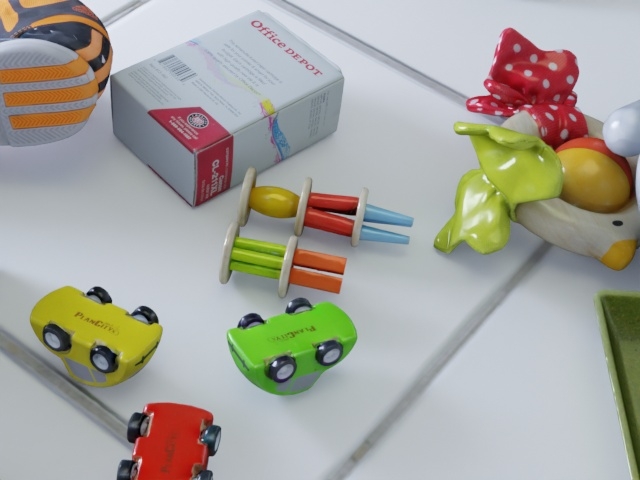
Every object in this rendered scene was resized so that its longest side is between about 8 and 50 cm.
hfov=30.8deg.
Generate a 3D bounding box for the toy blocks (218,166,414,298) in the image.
[{"bbox_3d":[0.000,0.000,0.970,0.148,0.054,0.123,11,46,2],"label":"toy blocks"}]

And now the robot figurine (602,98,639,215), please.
[{"bbox_3d":[0.386,-0.062,0.946,0.299,0.200,0.353,19,28,33],"label":"robot figurine"}]

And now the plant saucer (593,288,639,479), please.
[{"bbox_3d":[0.309,0.128,0.895,0.188,0.045,0.188,4,47,-4],"label":"plant saucer"}]

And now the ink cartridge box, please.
[{"bbox_3d":[-0.084,-0.124,1.062,0.175,0.072,0.127,-30,57,-30],"label":"ink cartridge box"}]

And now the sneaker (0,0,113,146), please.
[{"bbox_3d":[-0.341,-0.153,1.043,0.321,0.125,0.180,1,31,1],"label":"sneaker"}]

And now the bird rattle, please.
[{"bbox_3d":[0.208,-0.064,1.045,0.207,0.143,0.253,31,37,6],"label":"bird rattle"}]

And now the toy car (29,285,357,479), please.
[{"bbox_3d":[-0.076,0.102,0.857,0.225,0.053,0.239,-14,42,-26],"label":"toy car"}]
